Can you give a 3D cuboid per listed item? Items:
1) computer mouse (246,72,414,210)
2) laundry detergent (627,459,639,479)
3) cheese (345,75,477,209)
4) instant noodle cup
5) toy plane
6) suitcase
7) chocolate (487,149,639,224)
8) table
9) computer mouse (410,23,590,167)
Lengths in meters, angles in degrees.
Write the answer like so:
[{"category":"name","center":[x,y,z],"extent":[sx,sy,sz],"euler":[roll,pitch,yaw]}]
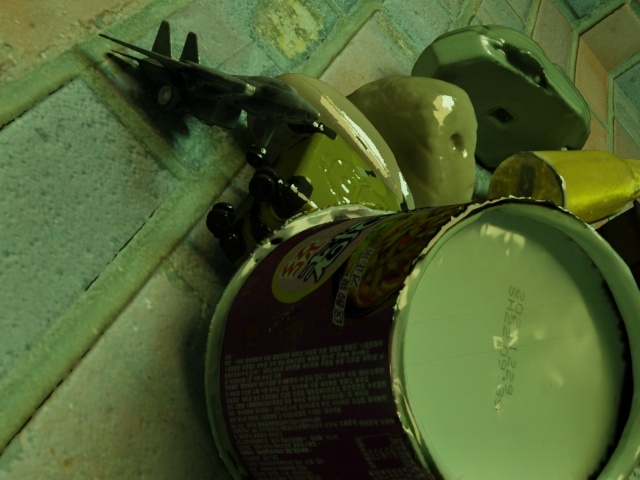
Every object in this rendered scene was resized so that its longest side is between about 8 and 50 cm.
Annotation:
[{"category":"computer mouse","center":[0.012,-0.101,1.186],"extent":[0.236,0.145,0.082],"euler":[48,52,-7]},{"category":"laundry detergent","center":[0.440,0.345,1.427],"extent":[0.171,0.076,0.237],"euler":[36,31,-32]},{"category":"cheese","center":[0.105,-0.120,1.287],"extent":[0.235,0.218,0.117],"euler":[41,20,21]},{"category":"instant noodle cup","center":[0.100,0.103,0.827],"extent":[0.339,0.266,0.340],"euler":[6,77,-25]},{"category":"toy plane","center":[-0.100,-0.153,1.047],"extent":[0.267,0.088,0.212],"euler":[34,14,38]},{"category":"suitcase","center":[0.000,0.000,1.062],"extent":[0.235,0.143,0.194],"euler":[45,29,-15]},{"category":"chocolate","center":[0.478,-0.086,1.776],"extent":[0.445,0.162,0.162],"euler":[-8,66,-48]},{"category":"table","center":[0.537,0.073,1.733],"extent":[0.172,0.193,0.169],"euler":[42,31,-21]},{"category":"computer mouse","center":[0.320,-0.264,1.735],"extent":[0.429,0.228,0.145],"euler":[31,40,-41]}]
